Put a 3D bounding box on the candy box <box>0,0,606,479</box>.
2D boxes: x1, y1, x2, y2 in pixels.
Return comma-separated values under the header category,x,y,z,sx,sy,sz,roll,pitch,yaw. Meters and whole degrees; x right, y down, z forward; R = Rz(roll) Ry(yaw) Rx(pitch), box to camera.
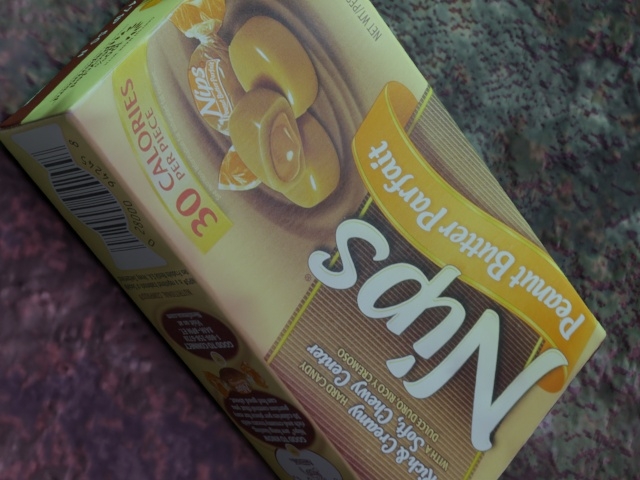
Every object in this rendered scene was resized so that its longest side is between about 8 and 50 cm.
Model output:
category,x,y,z,sx,sy,sz,roll,pitch,yaw
candy box,0.000,0.000,0.987,0.183,0.087,0.316,-48,114,-27
